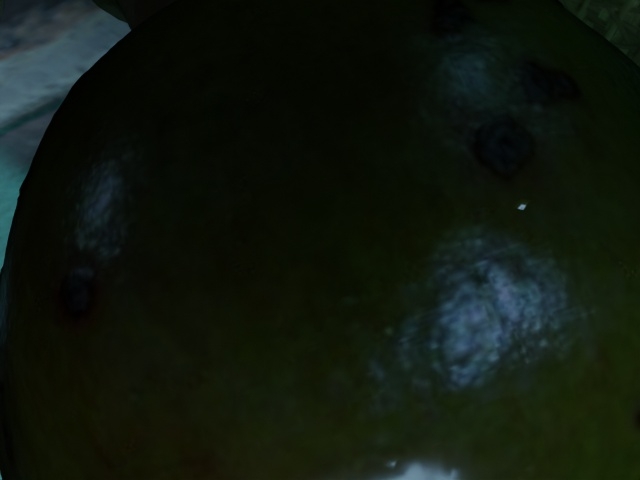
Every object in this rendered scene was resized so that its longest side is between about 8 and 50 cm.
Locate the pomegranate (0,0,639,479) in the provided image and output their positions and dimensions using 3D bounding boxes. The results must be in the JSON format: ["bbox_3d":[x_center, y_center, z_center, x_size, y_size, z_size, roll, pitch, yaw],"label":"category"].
[{"bbox_3d":[0.023,0.008,0.644,0.291,0.323,0.291,1,143,1],"label":"pomegranate"}]

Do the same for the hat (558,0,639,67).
[{"bbox_3d":[0.106,-0.140,0.700,0.146,0.067,0.146,-8,113,-18],"label":"hat"}]

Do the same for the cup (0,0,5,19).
[{"bbox_3d":[-0.169,-0.116,0.507,0.301,0.227,0.257,-47,-177,-2],"label":"cup"}]
